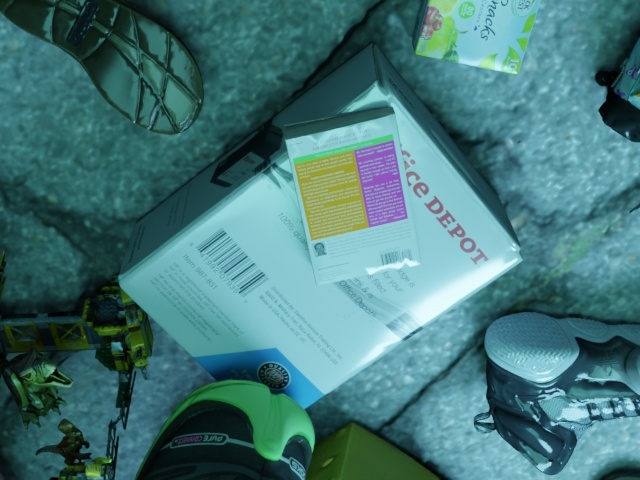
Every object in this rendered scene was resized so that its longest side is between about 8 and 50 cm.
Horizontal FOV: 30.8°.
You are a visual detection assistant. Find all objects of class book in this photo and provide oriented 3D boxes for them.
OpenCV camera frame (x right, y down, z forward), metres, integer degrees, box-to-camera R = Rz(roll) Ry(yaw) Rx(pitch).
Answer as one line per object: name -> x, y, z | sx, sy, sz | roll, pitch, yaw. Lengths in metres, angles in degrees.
book -> 0.029, -0.036, 0.998 | 0.096, 0.035, 0.144 | -11, 116, 1

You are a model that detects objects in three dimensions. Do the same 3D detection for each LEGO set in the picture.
LEGO set -> -0.283, 0.124, 1.063 | 0.255, 0.331, 0.192 | 4, 136, 9

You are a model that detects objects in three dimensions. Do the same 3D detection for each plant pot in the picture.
plant pot -> 0.029, 0.327, 1.251 | 0.212, 0.212, 0.187 | -36, 99, 17

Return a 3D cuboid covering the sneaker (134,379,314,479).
sneaker -> -0.155, 0.355, 1.096 | 0.185, 0.202, 0.483 | 19, 112, -9

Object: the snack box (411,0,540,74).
snack box -> 0.147, -0.228, 1.039 | 0.100, 0.037, 0.141 | 9, 117, -7

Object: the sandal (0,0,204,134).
sandal -> -0.195, -0.183, 1.051 | 0.219, 0.060, 0.090 | 33, 107, -1

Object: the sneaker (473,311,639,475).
sneaker -> 0.294, 0.169, 1.222 | 0.268, 0.101, 0.153 | 10, 118, 0

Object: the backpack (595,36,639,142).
backpack -> 0.352, -0.158, 1.038 | 0.152, 0.115, 0.182 | 23, 113, -10

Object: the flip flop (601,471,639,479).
flip flop -> 0.328, 0.394, 1.350 | 0.112, 0.080, 0.277 | 14, 117, -8

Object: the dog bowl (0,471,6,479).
dog bowl -> -0.424, 0.323, 1.114 | 0.150, 0.408, 0.408 | -24, 116, 12

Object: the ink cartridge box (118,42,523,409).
ink cartridge box -> 0.000, 0.000, 1.106 | 0.307, 0.129, 0.223 | -36, 112, 16
